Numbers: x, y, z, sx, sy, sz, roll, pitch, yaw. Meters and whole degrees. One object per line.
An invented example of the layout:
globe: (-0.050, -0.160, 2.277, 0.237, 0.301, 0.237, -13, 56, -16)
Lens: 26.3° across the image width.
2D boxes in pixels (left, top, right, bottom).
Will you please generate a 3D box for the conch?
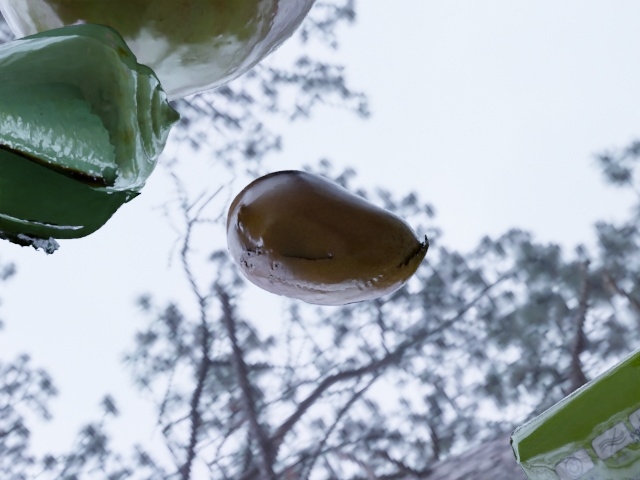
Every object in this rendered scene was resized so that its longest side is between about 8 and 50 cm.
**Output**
conch: (-0.225, -0.072, 1.028, 0.137, 0.250, 0.143, -97, -14, -54)

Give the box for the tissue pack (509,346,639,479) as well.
tissue pack: (0.311, 0.140, 0.972, 0.167, 0.274, 0.200, -13, -114, -51)

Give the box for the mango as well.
mango: (0.000, 0.000, 0.812, 0.127, 0.063, 0.077, 16, -95, 20)

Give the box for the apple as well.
apple: (-0.135, -0.282, 1.200, 0.338, 0.338, 0.305, -24, -64, -41)
